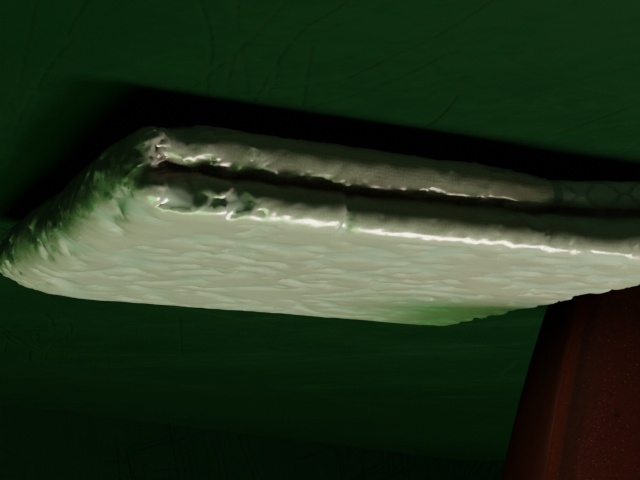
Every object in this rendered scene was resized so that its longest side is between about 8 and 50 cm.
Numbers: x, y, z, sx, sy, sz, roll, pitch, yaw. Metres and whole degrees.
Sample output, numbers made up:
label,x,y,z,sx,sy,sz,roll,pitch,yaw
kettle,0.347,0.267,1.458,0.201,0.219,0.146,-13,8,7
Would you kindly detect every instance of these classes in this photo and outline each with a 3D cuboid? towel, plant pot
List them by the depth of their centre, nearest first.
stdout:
label,x,y,z,sx,sy,sz,roll,pitch,yaw
towel,0.000,0.000,0.855,0.317,0.053,0.332,5,169,-21
plant pot,0.257,0.134,1.015,0.267,0.236,0.267,2,170,0
